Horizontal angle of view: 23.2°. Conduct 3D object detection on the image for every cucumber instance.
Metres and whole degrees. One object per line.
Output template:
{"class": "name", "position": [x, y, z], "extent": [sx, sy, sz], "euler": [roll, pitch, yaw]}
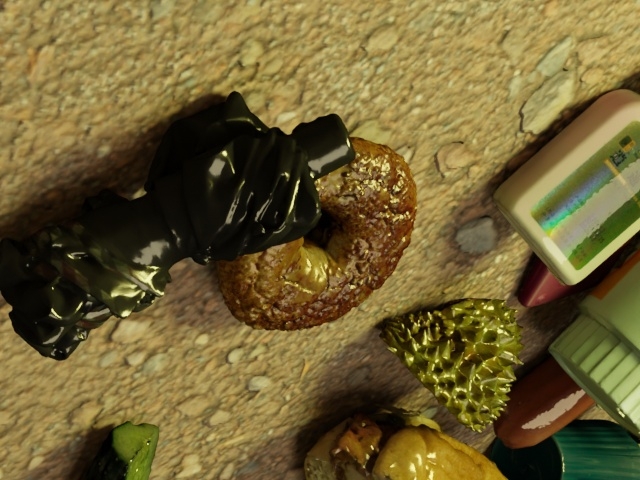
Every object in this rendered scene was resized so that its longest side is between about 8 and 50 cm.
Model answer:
{"class": "cucumber", "position": [-0.202, 0.246, 1.382], "extent": [0.078, 0.062, 0.211], "euler": [-52, 163, -58]}

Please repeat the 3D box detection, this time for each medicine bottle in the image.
{"class": "medicine bottle", "position": [0.274, -0.068, 1.439], "extent": [0.219, 0.078, 0.115], "euler": [-41, 115, 3]}
{"class": "medicine bottle", "position": [0.394, 0.050, 1.615], "extent": [0.318, 0.158, 0.158], "euler": [-45, 147, -4]}

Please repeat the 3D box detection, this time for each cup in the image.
{"class": "cup", "position": [0.270, 0.278, 1.836], "extent": [0.176, 0.131, 0.155], "euler": [-31, 151, 35]}

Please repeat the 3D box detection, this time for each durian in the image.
{"class": "durian", "position": [0.152, 0.110, 1.508], "extent": [0.108, 0.119, 0.187], "euler": [-42, 146, 11]}

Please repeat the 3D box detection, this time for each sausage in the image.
{"class": "sausage", "position": [0.272, 0.160, 1.727], "extent": [0.194, 0.077, 0.077], "euler": [-38, 147, -2]}

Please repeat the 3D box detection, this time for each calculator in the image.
{"class": "calculator", "position": [0.277, -0.008, 1.571], "extent": [0.127, 0.034, 0.190], "euler": [-16, 141, -35]}

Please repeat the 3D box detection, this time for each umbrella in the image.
{"class": "umbrella", "position": [-0.102, -0.017, 1.112], "extent": [0.272, 0.122, 0.110], "euler": [-30, 124, -1]}

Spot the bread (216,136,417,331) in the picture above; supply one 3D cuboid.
{"class": "bread", "position": [0.000, 0.000, 1.283], "extent": [0.193, 0.064, 0.193], "euler": [-23, 140, -21]}

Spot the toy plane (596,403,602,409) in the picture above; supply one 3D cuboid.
{"class": "toy plane", "position": [0.388, 0.178, 1.819], "extent": [0.234, 0.160, 0.082], "euler": [-16, 122, -67]}

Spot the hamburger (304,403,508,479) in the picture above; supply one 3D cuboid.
{"class": "hamburger", "position": [0.106, 0.270, 1.602], "extent": [0.245, 0.155, 0.282], "euler": [-38, 122, -47]}
